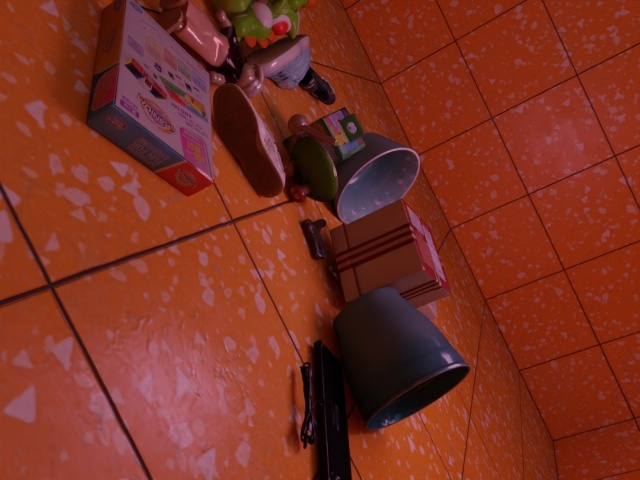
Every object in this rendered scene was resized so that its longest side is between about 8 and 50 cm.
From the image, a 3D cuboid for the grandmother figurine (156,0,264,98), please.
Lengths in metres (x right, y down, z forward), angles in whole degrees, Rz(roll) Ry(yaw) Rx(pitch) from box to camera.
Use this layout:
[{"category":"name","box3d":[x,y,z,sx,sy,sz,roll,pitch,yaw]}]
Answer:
[{"category":"grandmother figurine","box3d":[-0.248,-0.460,1.358,0.342,0.103,0.208,35,63,-56]}]

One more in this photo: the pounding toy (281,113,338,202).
[{"category":"pounding toy","box3d":[-0.049,-0.191,1.475,0.183,0.110,0.237,44,-31,33]}]

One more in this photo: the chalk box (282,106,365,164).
[{"category":"chalk box","box3d":[0.027,-0.282,1.589,0.132,0.213,0.133,-37,100,-47]}]

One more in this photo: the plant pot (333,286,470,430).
[{"category":"plant pot","box3d":[0.166,0.259,1.318,0.271,0.271,0.255,28,27,-57]}]

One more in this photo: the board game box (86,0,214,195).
[{"category":"board game box","box3d":[-0.305,-0.272,1.050,0.242,0.064,0.317,40,32,-47]}]

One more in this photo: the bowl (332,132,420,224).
[{"category":"bowl","box3d":[0.141,-0.216,1.769,0.163,0.311,0.311,54,15,28]}]

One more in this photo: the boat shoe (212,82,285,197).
[{"category":"boat shoe","box3d":[-0.161,-0.236,1.311,0.096,0.098,0.277,-70,140,-62]}]

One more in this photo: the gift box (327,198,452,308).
[{"category":"gift box","box3d":[0.178,0.055,1.544,0.255,0.258,0.277,40,31,-48]}]

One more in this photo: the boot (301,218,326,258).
[{"category":"boot","box3d":[0.000,0.000,1.494,0.106,0.037,0.114,-3,66,-53]}]

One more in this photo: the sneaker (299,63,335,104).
[{"category":"sneaker","box3d":[-0.031,-0.556,1.989,0.234,0.078,0.106,46,31,-32]}]

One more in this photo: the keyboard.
[{"category":"keyboard","box3d":[0.005,0.346,1.139,0.202,0.033,0.317,54,22,-41]}]

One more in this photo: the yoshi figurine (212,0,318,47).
[{"category":"yoshi figurine","box3d":[-0.174,-0.691,1.610,0.202,0.204,0.362,30,47,14]}]

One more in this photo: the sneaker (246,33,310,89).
[{"category":"sneaker","box3d":[-0.104,-0.525,1.714,0.366,0.135,0.150,-54,139,-54]}]

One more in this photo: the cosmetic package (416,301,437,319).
[{"category":"cosmetic package","box3d":[0.273,0.124,1.891,0.310,0.113,0.160,56,23,-23]}]

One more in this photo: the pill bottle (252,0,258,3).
[{"category":"pill bottle","box3d":[-0.192,-0.834,1.811,0.272,0.152,0.153,33,38,-53]}]
